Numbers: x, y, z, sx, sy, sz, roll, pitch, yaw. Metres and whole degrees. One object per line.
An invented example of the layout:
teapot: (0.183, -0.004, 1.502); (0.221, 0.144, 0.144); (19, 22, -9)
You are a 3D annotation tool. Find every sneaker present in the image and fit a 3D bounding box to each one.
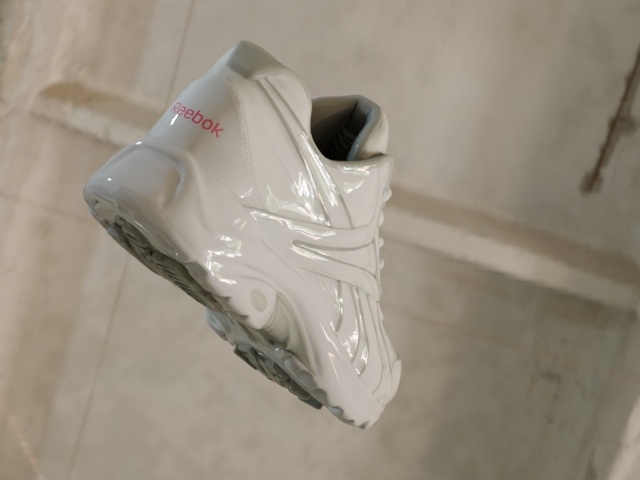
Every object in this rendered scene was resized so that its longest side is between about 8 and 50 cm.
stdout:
sneaker: (0.000, 0.000, 0.690); (0.090, 0.232, 0.115); (32, -101, 29)
